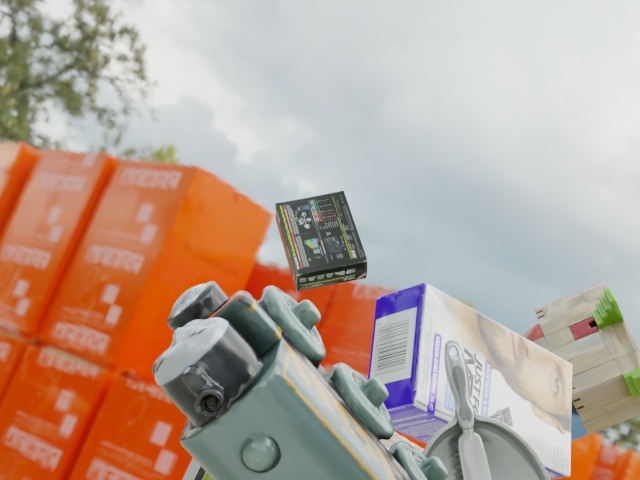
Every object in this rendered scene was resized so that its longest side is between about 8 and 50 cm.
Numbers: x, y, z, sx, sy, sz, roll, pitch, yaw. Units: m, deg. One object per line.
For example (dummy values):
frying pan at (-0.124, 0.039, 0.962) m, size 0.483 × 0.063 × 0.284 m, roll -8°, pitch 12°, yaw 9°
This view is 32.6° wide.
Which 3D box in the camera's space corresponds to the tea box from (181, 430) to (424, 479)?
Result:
tea box at (0.012, 0.357, 1.265) m, size 0.329 × 0.220 × 0.323 m, roll 33°, pitch -28°, yaw -14°

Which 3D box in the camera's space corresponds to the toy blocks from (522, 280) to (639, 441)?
toy blocks at (0.453, 0.233, 2.015) m, size 0.191 × 0.260 × 0.381 m, roll 61°, pitch 11°, yaw -25°

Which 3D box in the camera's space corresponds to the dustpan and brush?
dustpan and brush at (0.147, 0.201, 1.078) m, size 0.147 × 0.211 × 0.060 m, roll -11°, pitch -3°, yaw 0°

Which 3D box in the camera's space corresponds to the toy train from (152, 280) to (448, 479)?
toy train at (-0.002, 0.176, 0.859) m, size 0.334 × 0.142 × 0.190 m, roll 51°, pitch 7°, yaw -9°

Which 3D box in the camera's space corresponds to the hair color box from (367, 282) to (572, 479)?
hair color box at (0.224, 0.215, 1.587) m, size 0.338 × 0.185 × 0.110 m, roll 29°, pitch -34°, yaw -35°

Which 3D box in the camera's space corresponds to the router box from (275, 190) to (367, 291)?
router box at (0.000, 0.000, 1.376) m, size 0.092 × 0.122 × 0.038 m, roll -10°, pitch -38°, yaw -9°
